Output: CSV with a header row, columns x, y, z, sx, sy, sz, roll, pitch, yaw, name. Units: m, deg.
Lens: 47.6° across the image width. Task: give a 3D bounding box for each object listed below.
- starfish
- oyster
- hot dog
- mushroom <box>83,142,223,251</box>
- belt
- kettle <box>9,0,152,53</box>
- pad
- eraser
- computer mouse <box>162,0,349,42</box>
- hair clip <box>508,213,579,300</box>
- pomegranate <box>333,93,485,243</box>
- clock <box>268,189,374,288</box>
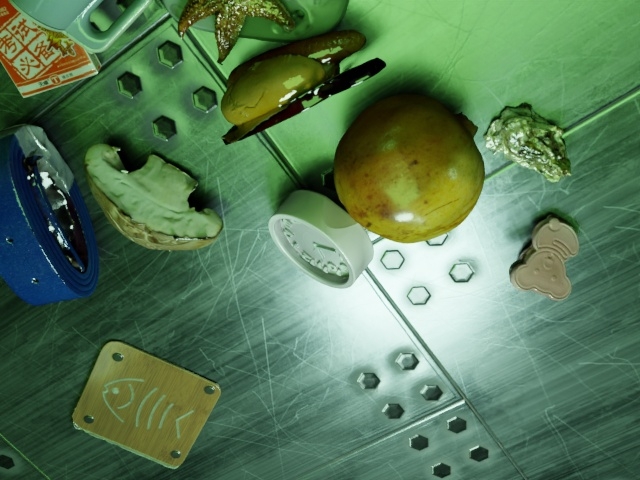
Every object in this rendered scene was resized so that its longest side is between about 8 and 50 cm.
x,y,z,sx,sy,sz,roll,pitch,yaw,name
-0.154,-0.386,1.147,0.240,0.043,0.227,38,129,-7,starfish
0.381,-0.175,1.293,0.166,0.053,0.108,27,106,-1,oyster
-0.052,-0.275,1.208,0.326,0.194,0.107,-23,107,21,hot dog
-0.333,-0.060,1.384,0.286,0.156,0.151,33,143,-11,mushroom
-0.530,-0.042,1.350,0.117,0.212,0.347,-10,119,11,belt
-0.356,-0.433,1.128,0.211,0.160,0.243,34,115,-22,kettle
-0.404,0.380,1.665,0.284,0.018,0.286,26,115,-8,pad
-0.506,-0.375,1.256,0.157,0.038,0.230,-14,125,13,eraser
-0.112,-0.427,1.184,0.331,0.095,0.197,11,127,10,computer mouse
0.428,0.033,1.365,0.123,0.102,0.138,23,116,-10,hair clip
0.153,-0.120,1.228,0.264,0.264,0.264,2,117,4,pomegranate
0.000,0.000,1.341,0.197,0.068,0.197,31,154,17,clock
